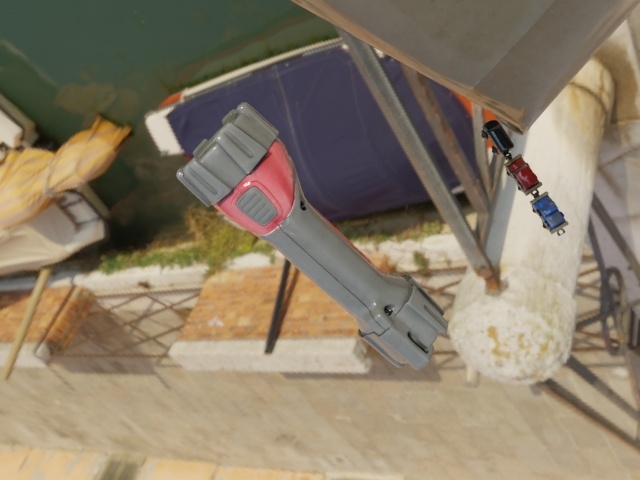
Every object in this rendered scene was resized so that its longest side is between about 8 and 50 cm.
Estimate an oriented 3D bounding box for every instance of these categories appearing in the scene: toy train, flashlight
[{"bbox_3d":[0.237,-0.074,0.868,0.158,0.027,0.036,58,-179,8],"label":"toy train"},{"bbox_3d":[0.000,0.000,0.755,0.304,0.103,0.103,42,160,-16],"label":"flashlight"}]

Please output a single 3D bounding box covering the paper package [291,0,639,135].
[{"bbox_3d":[0.122,-0.272,0.365,0.168,0.309,0.325,26,130,-12],"label":"paper package"}]
